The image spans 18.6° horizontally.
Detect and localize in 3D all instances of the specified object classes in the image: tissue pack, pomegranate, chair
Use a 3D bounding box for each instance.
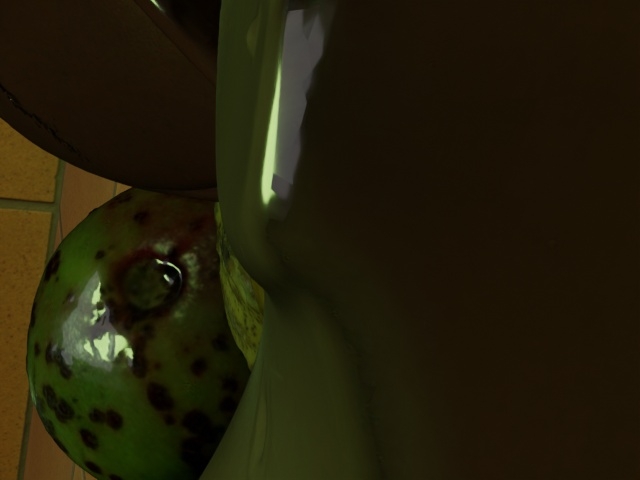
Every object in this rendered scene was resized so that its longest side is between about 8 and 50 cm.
[{"bbox_3d":[0.091,0.065,0.545,0.267,0.277,0.387,-108,27,-67],"label":"tissue pack"},{"bbox_3d":[-0.096,0.078,1.416,0.306,0.242,0.242,123,149,-74],"label":"pomegranate"},{"bbox_3d":[-0.051,-0.185,1.009,0.226,0.226,0.401,114,174,-55],"label":"chair"}]

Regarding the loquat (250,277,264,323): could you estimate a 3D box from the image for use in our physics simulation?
[{"bbox_3d":[0.067,0.006,0.784,0.213,0.213,0.213,-176,90,-77],"label":"loquat"}]

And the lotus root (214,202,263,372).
[{"bbox_3d":[0.002,-0.001,1.191,0.278,0.154,0.154,-120,36,-57],"label":"lotus root"}]
